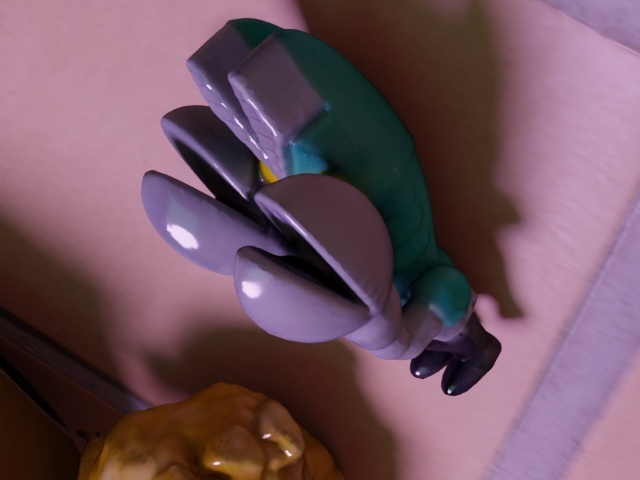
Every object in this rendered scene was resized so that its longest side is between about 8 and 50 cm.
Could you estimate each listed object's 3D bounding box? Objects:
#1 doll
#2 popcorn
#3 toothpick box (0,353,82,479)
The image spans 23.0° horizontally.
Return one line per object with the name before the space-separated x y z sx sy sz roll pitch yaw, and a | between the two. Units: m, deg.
doll | 0.007 -0.001 0.899 0.258 0.153 0.195 45 164 -4
popcorn | -0.071 0.204 1.141 0.253 0.190 0.191 -26 78 58
toothpick box | -0.391 0.233 1.235 0.425 0.409 0.409 11 132 24
